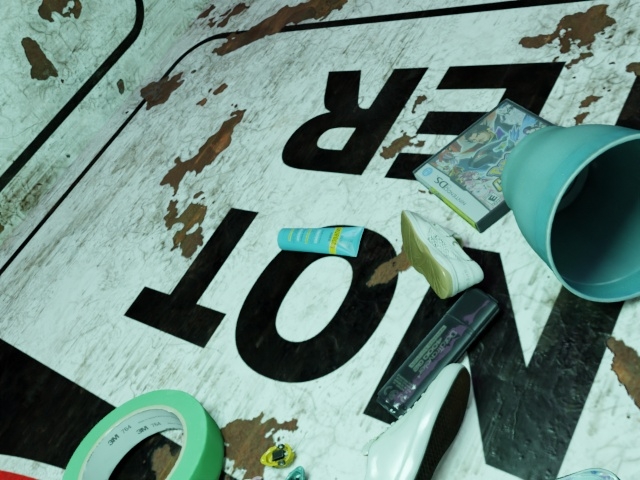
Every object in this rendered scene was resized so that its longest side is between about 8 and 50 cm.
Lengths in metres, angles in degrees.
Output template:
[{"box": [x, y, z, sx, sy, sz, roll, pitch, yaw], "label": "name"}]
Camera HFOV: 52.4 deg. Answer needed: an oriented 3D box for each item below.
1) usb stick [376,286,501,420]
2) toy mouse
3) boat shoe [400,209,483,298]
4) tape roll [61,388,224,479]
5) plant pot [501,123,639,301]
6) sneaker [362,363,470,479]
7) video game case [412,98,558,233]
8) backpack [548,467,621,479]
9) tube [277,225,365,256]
[{"box": [0.210, 0.197, 1.151, 0.278, 0.045, 0.077, -47, 48, -10], "label": "usb stick"}, {"box": [-0.074, 0.434, 1.146, 0.161, 0.031, 0.143, -28, 41, 12], "label": "toy mouse"}, {"box": [0.233, 0.019, 1.273, 0.096, 0.098, 0.277, -12, 32, -8], "label": "boat shoe"}, {"box": [-0.346, 0.441, 1.262, 0.321, 0.077, 0.321, -19, 36, 14], "label": "tape roll"}, {"box": [0.442, -0.075, 1.089, 0.271, 0.272, 0.255, -35, 25, 4], "label": "plant pot"}, {"box": [0.136, 0.313, 1.047, 0.123, 0.106, 0.290, 16, 65, 41], "label": "sneaker"}, {"box": [0.368, -0.168, 1.382, 0.275, 0.035, 0.248, -38, 40, 0], "label": "video game case"}, {"box": [0.302, 0.419, 0.778, 0.225, 0.191, 0.254, -22, 48, 16], "label": "backpack"}, {"box": [0.000, 0.000, 1.490, 0.207, 0.052, 0.080, 2, 63, 29], "label": "tube"}]
